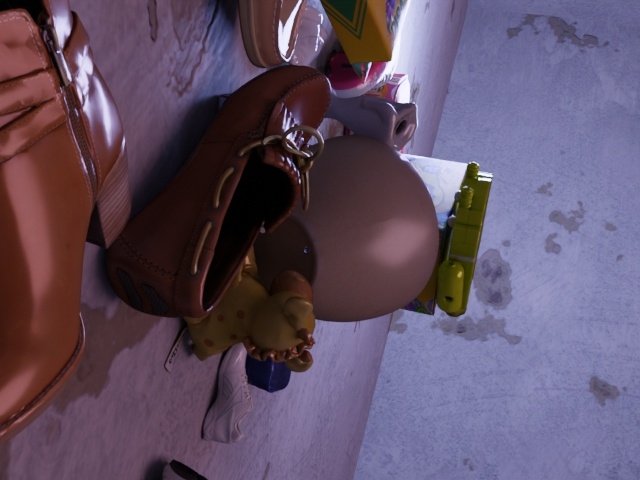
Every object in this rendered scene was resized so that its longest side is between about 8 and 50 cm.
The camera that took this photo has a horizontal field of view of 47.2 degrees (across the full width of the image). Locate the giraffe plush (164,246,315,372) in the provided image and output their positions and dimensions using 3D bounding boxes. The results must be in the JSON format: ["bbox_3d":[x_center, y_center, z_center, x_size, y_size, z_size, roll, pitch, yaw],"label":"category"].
[{"bbox_3d":[-0.081,0.083,0.922,0.181,0.170,0.210,60,43,-70],"label":"giraffe plush"}]

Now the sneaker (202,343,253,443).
[{"bbox_3d":[-0.125,0.227,1.092,0.054,0.061,0.152,54,47,-69],"label":"sneaker"}]

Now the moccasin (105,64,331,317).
[{"bbox_3d":[-0.073,-0.068,0.806,0.380,0.146,0.139,-55,151,-44],"label":"moccasin"}]

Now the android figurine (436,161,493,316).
[{"bbox_3d":[0.241,-0.003,1.227,0.273,0.056,0.248,85,21,-46],"label":"android figurine"}]

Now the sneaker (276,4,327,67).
[{"bbox_3d":[-0.040,-0.277,1.031,0.212,0.080,0.094,4,108,-77],"label":"sneaker"}]

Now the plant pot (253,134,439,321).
[{"bbox_3d":[0.000,0.000,1.060,0.191,0.284,0.284,-20,122,-50],"label":"plant pot"}]

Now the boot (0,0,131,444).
[{"bbox_3d":[-0.203,-0.030,0.469,0.220,0.108,0.284,89,16,-45],"label":"boot"}]

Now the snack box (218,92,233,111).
[{"bbox_3d":[-0.103,-0.120,0.959,0.100,0.037,0.141,-37,137,-69],"label":"snack box"}]

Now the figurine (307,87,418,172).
[{"bbox_3d":[0.046,-0.157,1.184,0.092,0.209,0.215,-48,146,-34],"label":"figurine"}]

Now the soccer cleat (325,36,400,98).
[{"bbox_3d":[0.098,-0.337,1.413,0.331,0.115,0.143,-67,151,-45],"label":"soccer cleat"}]

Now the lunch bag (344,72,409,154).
[{"bbox_3d":[0.137,-0.234,1.662,0.258,0.120,0.293,-52,150,-63],"label":"lunch bag"}]

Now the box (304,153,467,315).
[{"bbox_3d":[0.109,-0.032,1.372,0.290,0.279,0.177,-58,154,-57],"label":"box"}]

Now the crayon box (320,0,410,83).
[{"bbox_3d":[0.070,-0.429,1.161,0.318,0.081,0.202,53,47,-52],"label":"crayon box"}]

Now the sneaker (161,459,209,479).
[{"bbox_3d":[-0.170,0.379,0.992,0.108,0.100,0.272,-58,156,-20],"label":"sneaker"}]

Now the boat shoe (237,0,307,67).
[{"bbox_3d":[-0.012,-0.359,0.822,0.121,0.110,0.341,-46,149,-71],"label":"boat shoe"}]

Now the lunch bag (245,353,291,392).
[{"bbox_3d":[-0.088,0.195,1.210,0.067,0.065,0.099,5,97,-61],"label":"lunch bag"}]
